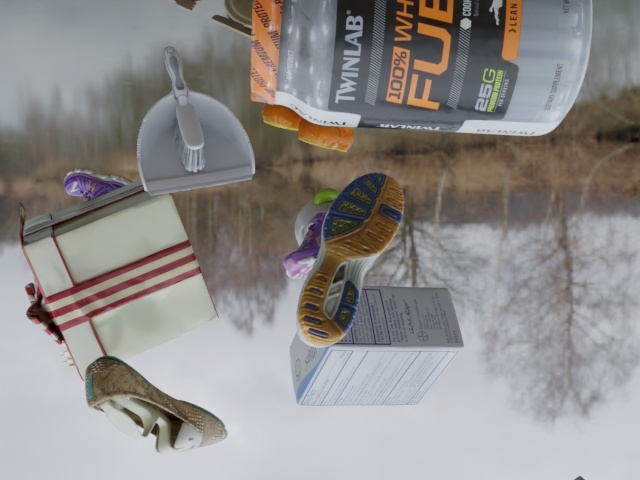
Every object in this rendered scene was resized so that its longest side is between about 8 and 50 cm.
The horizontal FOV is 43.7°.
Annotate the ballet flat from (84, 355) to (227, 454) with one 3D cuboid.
[{"bbox_3d":[-0.192,0.209,0.928,0.073,0.067,0.206,-32,127,30],"label":"ballet flat"}]

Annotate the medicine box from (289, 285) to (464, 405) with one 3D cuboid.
[{"bbox_3d":[0.108,0.224,1.667,0.289,0.149,0.263,3,143,-17],"label":"medicine box"}]

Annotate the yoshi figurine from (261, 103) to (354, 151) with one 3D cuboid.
[{"bbox_3d":[0.013,-0.327,1.175,0.203,0.362,0.203,19,-168,-2],"label":"yoshi figurine"}]

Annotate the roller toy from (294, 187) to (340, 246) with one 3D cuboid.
[{"bbox_3d":[0.037,-0.013,2.125,0.209,0.191,0.146,36,-167,-27],"label":"roller toy"}]

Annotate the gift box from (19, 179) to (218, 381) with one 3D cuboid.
[{"bbox_3d":[-0.344,0.035,1.264,0.258,0.276,0.255,-24,-167,-15],"label":"gift box"}]

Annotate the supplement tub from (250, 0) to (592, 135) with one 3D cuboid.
[{"bbox_3d":[0.089,-0.207,0.804,0.315,0.194,0.193,2,-179,-4],"label":"supplement tub"}]

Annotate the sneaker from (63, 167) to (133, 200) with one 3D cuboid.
[{"bbox_3d":[-0.420,-0.089,1.494,0.169,0.071,0.068,9,156,30],"label":"sneaker"}]

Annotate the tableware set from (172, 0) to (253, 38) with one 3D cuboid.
[{"bbox_3d":[-0.137,-0.327,1.086,0.194,0.128,0.039,24,142,4],"label":"tableware set"}]

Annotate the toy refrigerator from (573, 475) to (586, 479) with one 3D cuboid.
[{"bbox_3d":[0.247,0.413,0.944,0.269,0.102,0.094,-39,-154,-5],"label":"toy refrigerator"}]

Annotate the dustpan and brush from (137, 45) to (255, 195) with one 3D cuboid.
[{"bbox_3d":[-0.178,-0.167,1.051,0.147,0.211,0.060,-11,145,-15],"label":"dustpan and brush"}]

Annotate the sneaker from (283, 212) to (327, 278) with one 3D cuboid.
[{"bbox_3d":[0.000,0.000,1.597,0.095,0.105,0.236,-31,176,41],"label":"sneaker"}]

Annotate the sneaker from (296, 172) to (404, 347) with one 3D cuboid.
[{"bbox_3d":[0.033,0.029,1.261,0.111,0.296,0.131,29,164,-2],"label":"sneaker"}]

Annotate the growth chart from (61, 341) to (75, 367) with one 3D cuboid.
[{"bbox_3d":[-0.560,0.261,1.992,0.171,0.021,0.237,-7,152,-18],"label":"growth chart"}]
